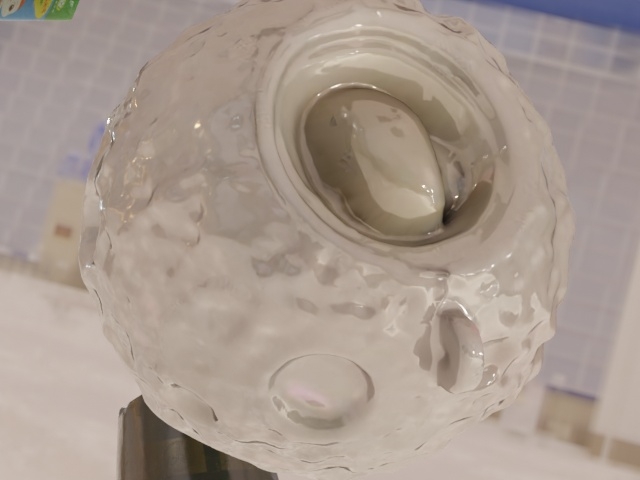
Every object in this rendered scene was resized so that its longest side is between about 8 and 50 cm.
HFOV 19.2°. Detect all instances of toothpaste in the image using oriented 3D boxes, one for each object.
[{"bbox_3d":[-0.263,-0.221,1.583,0.050,0.065,0.266,23,10,9],"label":"toothpaste"}]

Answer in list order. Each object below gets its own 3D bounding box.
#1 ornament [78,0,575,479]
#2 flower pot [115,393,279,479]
[{"bbox_3d":[0.000,0.000,1.294,0.337,0.337,0.337,14,-3,1],"label":"ornament"},{"bbox_3d":[-0.106,0.180,1.581,0.157,0.107,0.157,-6,-11,-1],"label":"flower pot"}]
